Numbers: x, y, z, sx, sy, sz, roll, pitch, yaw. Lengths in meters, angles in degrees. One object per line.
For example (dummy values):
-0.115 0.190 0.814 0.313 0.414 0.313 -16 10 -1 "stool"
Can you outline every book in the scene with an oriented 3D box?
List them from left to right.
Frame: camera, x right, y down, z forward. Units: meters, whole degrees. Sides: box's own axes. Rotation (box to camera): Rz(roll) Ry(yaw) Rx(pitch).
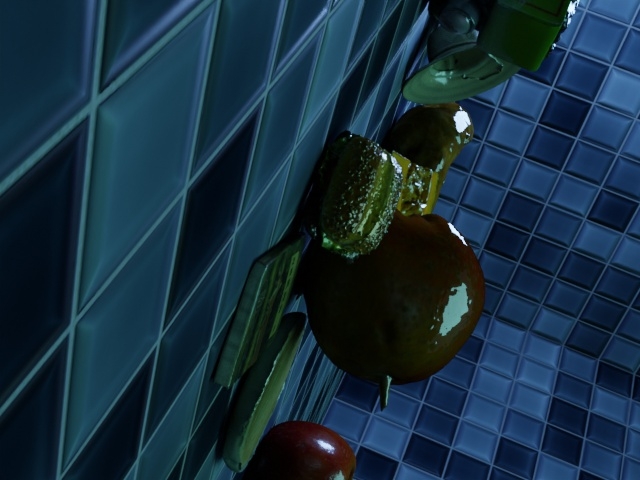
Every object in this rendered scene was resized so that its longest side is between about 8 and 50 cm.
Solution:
-0.071 0.080 1.270 0.228 0.024 0.160 -38 147 -75 "book"

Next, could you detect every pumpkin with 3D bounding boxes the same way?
0.108 -0.089 1.768 0.248 0.126 0.130 18 88 -66 "pumpkin"

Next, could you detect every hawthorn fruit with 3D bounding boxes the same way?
0.100 0.102 1.496 0.277 0.277 0.298 75 24 -79 "hawthorn fruit"

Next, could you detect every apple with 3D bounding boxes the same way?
-0.039 0.469 2.019 0.218 0.201 0.218 15 90 -80 "apple"

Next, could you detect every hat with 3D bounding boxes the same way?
0.262 -0.365 1.961 0.252 0.252 0.109 86 -10 -75 "hat"

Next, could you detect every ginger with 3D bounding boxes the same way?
0.196 -0.166 2.064 0.165 0.172 0.321 -6 -133 54 "ginger"

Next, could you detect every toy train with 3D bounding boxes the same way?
0.338 -0.468 1.777 0.173 0.249 0.307 104 10 -63 "toy train"

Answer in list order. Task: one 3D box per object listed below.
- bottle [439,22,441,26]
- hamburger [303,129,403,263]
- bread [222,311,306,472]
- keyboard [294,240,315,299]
0.302 -0.454 2.080 0.112 0.112 0.260 -69 162 6 "bottle"
0.045 -0.059 1.342 0.137 0.087 0.165 36 67 -37 "hamburger"
-0.086 0.222 1.520 0.267 0.041 0.266 22 90 -83 "bread"
-0.002 -0.001 1.594 0.074 0.015 0.196 -33 144 -72 "keyboard"
